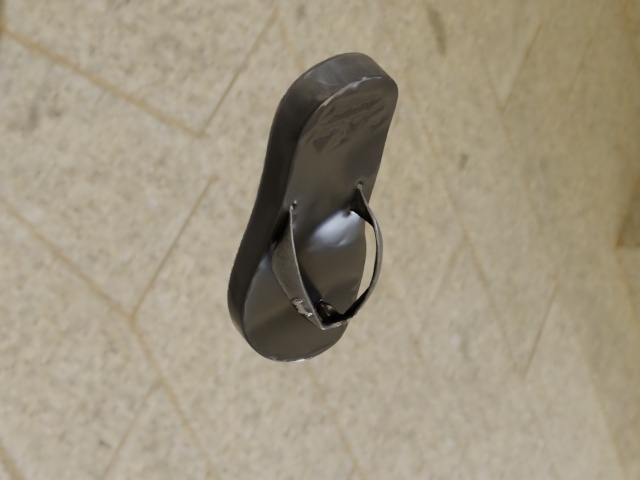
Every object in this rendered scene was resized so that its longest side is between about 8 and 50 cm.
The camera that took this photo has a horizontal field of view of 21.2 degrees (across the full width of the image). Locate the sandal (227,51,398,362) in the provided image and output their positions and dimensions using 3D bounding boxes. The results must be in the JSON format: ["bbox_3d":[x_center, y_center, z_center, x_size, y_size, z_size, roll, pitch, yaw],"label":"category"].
[{"bbox_3d":[-0.001,0.000,1.015,0.054,0.097,0.254,48,-27,27],"label":"sandal"}]
